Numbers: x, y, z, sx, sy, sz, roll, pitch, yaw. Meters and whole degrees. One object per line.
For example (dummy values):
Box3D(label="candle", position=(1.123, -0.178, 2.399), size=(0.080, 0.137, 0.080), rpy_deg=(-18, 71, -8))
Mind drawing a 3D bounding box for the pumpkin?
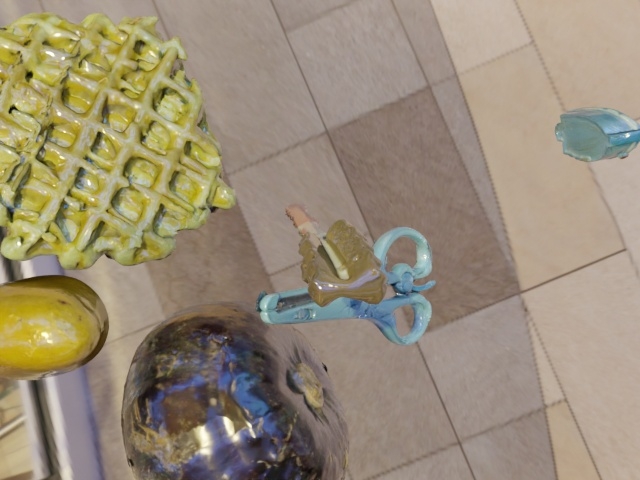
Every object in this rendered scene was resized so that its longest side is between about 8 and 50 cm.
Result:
Box3D(label="pumpkin", position=(-0.151, 0.326, 1.817), size=(0.344, 0.454, 0.455), rpy_deg=(-31, 84, 20))

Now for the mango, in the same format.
Box3D(label="mango", position=(-0.199, 0.063, 0.722), size=(0.103, 0.161, 0.076), rpy_deg=(-2, 88, -23))

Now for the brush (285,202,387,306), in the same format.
Box3D(label="brush", position=(0.000, 0.000, 1.170), size=(0.084, 0.301, 0.071), rpy_deg=(-6, 110, -10))

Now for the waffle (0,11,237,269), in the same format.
Box3D(label="waffle", position=(-0.243, -0.119, 1.080), size=(0.297, 0.073, 0.317), rpy_deg=(-14, 73, -33))

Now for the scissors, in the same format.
Box3D(label="scissors", position=(0.052, 0.075, 1.453), size=(0.032, 0.392, 0.180), rpy_deg=(-2, 91, 41))

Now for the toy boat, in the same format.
Box3D(label="toy boat", position=(0.493, -0.188, 1.747), size=(0.102, 0.215, 0.088), rpy_deg=(-14, 103, -13))
